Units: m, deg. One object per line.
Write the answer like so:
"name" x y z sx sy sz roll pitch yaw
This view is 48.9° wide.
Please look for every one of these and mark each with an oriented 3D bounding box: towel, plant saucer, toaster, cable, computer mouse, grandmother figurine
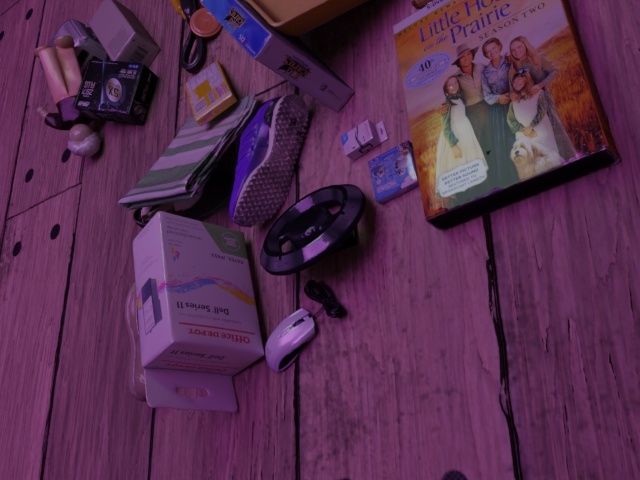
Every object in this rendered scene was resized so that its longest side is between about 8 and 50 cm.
"towel" -0.291 -0.197 1.564 0.248 0.038 0.324 -8 42 39
"plant saucer" -0.291 -0.555 1.786 0.084 0.013 0.083 -1 77 2
"toaster" -0.746 -0.543 2.123 0.227 0.129 0.146 -52 50 8
"cable" -0.316 -0.569 1.837 0.140 0.072 0.287 -17 74 12
"computer mouse" -0.044 0.164 1.293 0.193 0.042 0.106 -50 49 13
"grandmother figurine" -0.707 -0.390 1.980 0.208 0.104 0.342 -24 81 18
"plant saucer" -0.011 -0.554 1.466 0.333 0.081 0.332 -29 49 -8

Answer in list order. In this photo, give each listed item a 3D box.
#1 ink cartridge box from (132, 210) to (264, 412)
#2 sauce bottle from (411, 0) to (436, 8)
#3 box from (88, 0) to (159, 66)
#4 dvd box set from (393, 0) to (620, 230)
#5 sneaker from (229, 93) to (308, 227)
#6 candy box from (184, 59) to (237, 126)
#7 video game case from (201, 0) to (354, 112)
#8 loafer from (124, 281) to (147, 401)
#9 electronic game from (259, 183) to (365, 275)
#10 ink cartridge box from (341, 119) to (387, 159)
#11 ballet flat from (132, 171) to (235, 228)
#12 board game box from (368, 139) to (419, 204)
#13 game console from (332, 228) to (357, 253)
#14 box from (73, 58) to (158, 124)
"ink cartridge box" -0.232 0.137 1.343 0.119 0.207 0.353 -39 51 36
"sauce bottle" 0.232 -0.478 1.326 0.128 0.042 0.042 -13 64 34
"box" -0.565 -0.584 2.008 0.113 0.094 0.275 -48 48 14
"dvd box set" 0.286 -0.259 1.174 0.308 0.062 0.420 -22 60 32
"sneaker" -0.131 -0.166 1.474 0.146 0.102 0.293 11 75 47
"candy box" -0.262 -0.350 1.657 0.105 0.027 0.206 -33 39 6
"video game case" -0.088 -0.390 1.420 0.061 0.244 0.269 -52 48 16
"loafer" -0.354 0.205 1.507 0.092 0.102 0.268 -17 72 33
"electronic game" -0.016 -0.023 1.291 0.229 0.048 0.229 -30 26 17
"ink cartridge box" 0.083 -0.196 1.343 0.083 0.028 0.048 -30 56 27
"ballet flat" -0.321 -0.085 1.594 0.280 0.096 0.095 -27 59 30
"board game box" 0.134 -0.123 1.276 0.090 0.020 0.090 -27 58 30
"game console" 0.000 0.000 1.304 0.122 0.071 0.107 -22 60 32
"box" -0.550 -0.400 1.890 0.180 0.077 0.147 11 79 20
